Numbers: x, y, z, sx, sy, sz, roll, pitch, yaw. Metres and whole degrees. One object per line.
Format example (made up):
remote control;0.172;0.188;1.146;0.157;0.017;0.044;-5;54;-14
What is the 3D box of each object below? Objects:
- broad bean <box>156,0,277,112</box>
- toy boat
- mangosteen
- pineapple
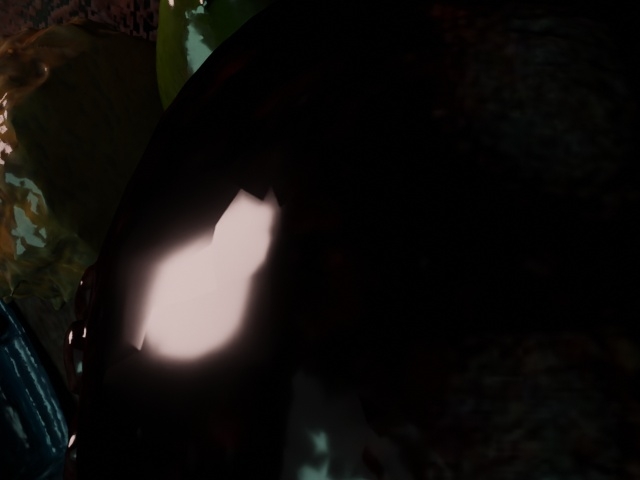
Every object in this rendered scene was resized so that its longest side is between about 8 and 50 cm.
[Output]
broad bean;0.000;0.000;0.733;0.077;0.061;0.339;-20;104;37
toy boat;-0.211;0.068;0.962;0.299;0.096;0.062;58;150;-7
mangosteen;0.077;0.051;0.551;0.297;0.313;0.297;-179;90;-69
pineapple;-0.159;-0.018;0.824;0.248;0.128;0.128;-15;107;48
